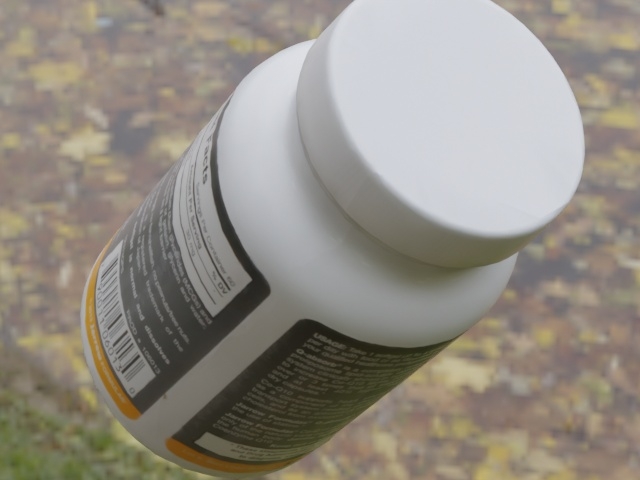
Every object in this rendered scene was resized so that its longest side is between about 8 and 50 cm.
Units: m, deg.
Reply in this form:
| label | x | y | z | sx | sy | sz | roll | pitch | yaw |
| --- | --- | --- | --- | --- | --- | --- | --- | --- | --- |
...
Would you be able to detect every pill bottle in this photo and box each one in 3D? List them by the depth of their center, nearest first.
| label | x | y | z | sx | sy | sz | roll | pitch | yaw |
| --- | --- | --- | --- | --- | --- | --- | --- | --- | --- |
| pill bottle | 0.000 | 0.000 | 0.954 | 0.162 | 0.278 | 0.162 | 14 | 58 | -24 |
